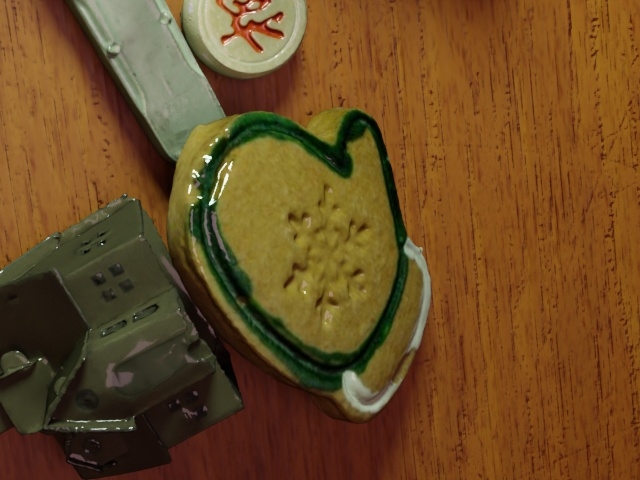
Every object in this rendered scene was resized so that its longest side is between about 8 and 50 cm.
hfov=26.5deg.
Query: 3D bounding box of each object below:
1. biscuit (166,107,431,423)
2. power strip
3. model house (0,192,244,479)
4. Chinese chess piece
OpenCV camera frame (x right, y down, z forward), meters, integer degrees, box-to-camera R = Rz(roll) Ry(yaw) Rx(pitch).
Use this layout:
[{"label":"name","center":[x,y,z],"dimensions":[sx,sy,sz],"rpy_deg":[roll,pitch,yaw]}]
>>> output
[{"label":"biscuit","center":[0.002,0.000,1.302],"dimensions":[0.344,0.057,0.287],"rpy_deg":[46,55,-34]},{"label":"power strip","center":[-0.169,-0.187,1.264],"dimensions":[0.080,0.048,0.286],"rpy_deg":[-34,108,-14]},{"label":"model house","center":[-0.220,0.118,1.212],"dimensions":[0.243,0.204,0.211],"rpy_deg":[-28,105,-1]},{"label":"Chinese chess piece","center":[-0.072,-0.215,1.301],"dimensions":[0.122,0.051,0.122],"rpy_deg":[-3,98,-24]}]
